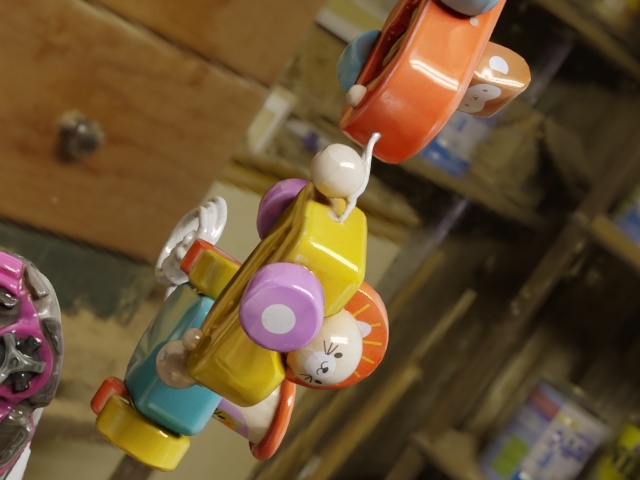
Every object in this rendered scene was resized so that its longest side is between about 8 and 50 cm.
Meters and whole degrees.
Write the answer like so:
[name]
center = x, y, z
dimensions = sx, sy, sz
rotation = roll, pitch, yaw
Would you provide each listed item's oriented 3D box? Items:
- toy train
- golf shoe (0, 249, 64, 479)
[toy train]
center = 0.000, 0.000, 0.421
dimensions = 0.046, 0.166, 0.125
rotation = 33, 50, -12
[golf shoe]
center = -0.129, 0.091, 0.507
dimensions = 0.067, 0.186, 0.086
rotation = 26, -5, -4
